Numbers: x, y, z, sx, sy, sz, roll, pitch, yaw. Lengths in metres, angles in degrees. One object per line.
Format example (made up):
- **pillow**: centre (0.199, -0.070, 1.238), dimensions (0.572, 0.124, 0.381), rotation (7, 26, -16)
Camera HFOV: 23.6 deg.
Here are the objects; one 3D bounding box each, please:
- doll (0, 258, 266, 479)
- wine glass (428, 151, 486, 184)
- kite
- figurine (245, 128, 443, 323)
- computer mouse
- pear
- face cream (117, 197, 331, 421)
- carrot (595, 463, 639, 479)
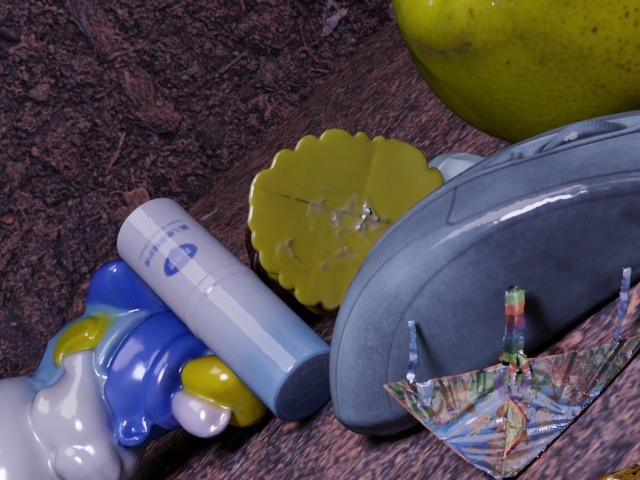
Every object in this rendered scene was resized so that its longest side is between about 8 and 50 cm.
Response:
- **doll**: centre (-0.220, 0.174, 1.472), dimensions (0.365, 0.187, 0.376), rotation (-37, 54, -1)
- **wine glass**: centre (0.149, -0.046, 1.369), dimensions (0.073, 0.073, 0.155), rotation (-44, 14, -13)
- **kite**: centre (0.117, 0.085, 0.954), dimensions (0.183, 0.010, 0.160), rotation (-15, 40, 25)
- **figurine**: centre (0.000, -0.004, 1.474), dimensions (0.187, 0.168, 0.315), rotation (-13, -1, -12)
- **computer mouse**: centre (0.138, 0.000, 1.098), dimensions (0.371, 0.122, 0.188), rotation (-35, 13, 18)
- **pear**: centre (0.199, -0.205, 1.266), dimensions (0.294, 0.294, 0.294), rotation (-40, 11, 9)
- **face cream**: centre (-0.084, 0.057, 1.352), dimensions (0.077, 0.077, 0.250), rotation (-43, 53, -9)
- **carrot**: centre (0.073, 0.189, 0.684), dimensions (0.228, 0.069, 0.069), rotation (-43, 10, 0)
